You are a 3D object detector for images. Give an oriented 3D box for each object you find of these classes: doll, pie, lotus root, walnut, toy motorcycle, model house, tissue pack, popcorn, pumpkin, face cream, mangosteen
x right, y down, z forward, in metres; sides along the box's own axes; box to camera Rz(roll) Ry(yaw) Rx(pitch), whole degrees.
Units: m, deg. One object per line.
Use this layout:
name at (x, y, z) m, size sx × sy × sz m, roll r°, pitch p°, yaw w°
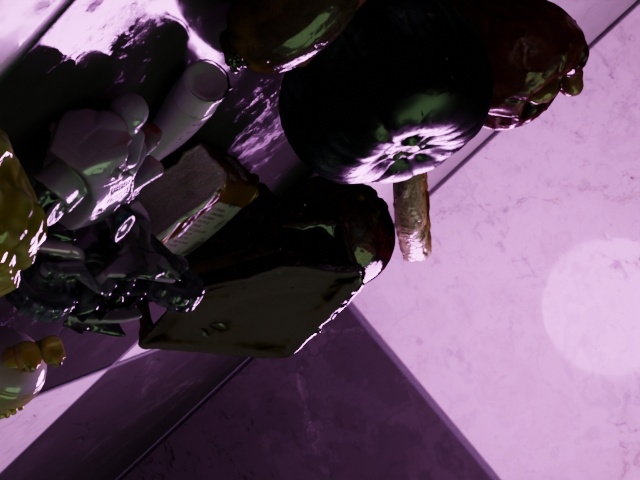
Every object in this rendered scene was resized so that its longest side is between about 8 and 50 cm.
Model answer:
doll at (-0.488, 0.224, 1.983) m, size 0.296 × 0.117 × 0.141 m, roll -45°, pitch 167°, yaw 29°
pie at (0.171, -0.110, 2.621) m, size 0.075 × 0.337 × 0.337 m, roll -4°, pitch 171°, yaw 2°
lotus root at (-0.023, -0.262, 1.537) m, size 0.209 × 0.120 × 0.120 m, roll -40°, pitch 171°, yaw 3°
walnut at (0.276, -0.303, 2.138) m, size 0.244 × 0.269 × 0.221 m, roll -27°, pitch 150°, yaw -44°
toy motorcycle at (-0.289, 0.020, 1.721) m, size 0.143 × 0.188 × 0.327 m, roll -46°, pitch 155°, yaw 27°
model house at (-0.123, 0.006, 2.179) m, size 0.297 × 0.282 × 0.317 m, roll 19°, pitch 133°, yaw -26°
tissue pack at (-0.190, -0.049, 1.961) m, size 0.183 × 0.092 × 0.226 m, roll -41°, pitch 170°, yaw 6°
popcorn at (-0.360, -0.013, 1.207) m, size 0.225 × 0.173 × 0.286 m, roll -23°, pitch 178°, yaw -12°
pumpkin at (0.086, -0.214, 1.868) m, size 0.315 × 0.238 × 0.315 m, roll -22°, pitch 159°, yaw -9°
toy motorcycle at (-0.241, -0.090, 1.529) m, size 0.171 × 0.110 × 0.260 m, roll -56°, pitch 172°, yaw 18°
face cream at (-0.180, -0.140, 1.684) m, size 0.092 × 0.058 × 0.244 m, roll -40°, pitch 179°, yaw -33°
mangosteen at (0.000, 0.000, 2.626) m, size 0.289 × 0.231 × 0.231 m, roll -28°, pitch 173°, yaw 8°

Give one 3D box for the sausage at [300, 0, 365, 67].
sausage at (0.043, -0.322, 1.630) m, size 0.274 × 0.074 × 0.074 m, roll -44°, pitch 171°, yaw 22°
